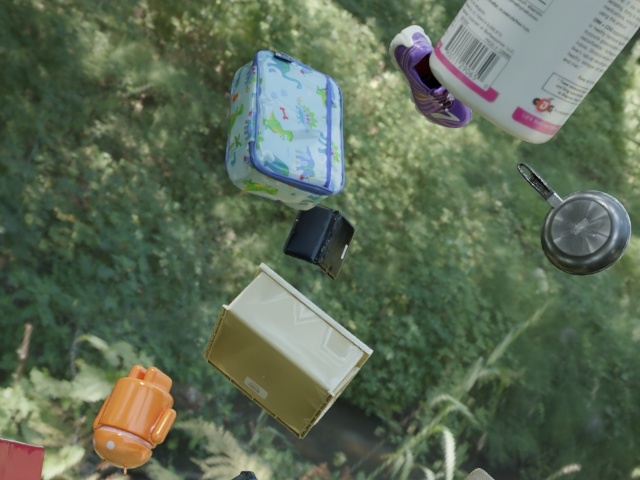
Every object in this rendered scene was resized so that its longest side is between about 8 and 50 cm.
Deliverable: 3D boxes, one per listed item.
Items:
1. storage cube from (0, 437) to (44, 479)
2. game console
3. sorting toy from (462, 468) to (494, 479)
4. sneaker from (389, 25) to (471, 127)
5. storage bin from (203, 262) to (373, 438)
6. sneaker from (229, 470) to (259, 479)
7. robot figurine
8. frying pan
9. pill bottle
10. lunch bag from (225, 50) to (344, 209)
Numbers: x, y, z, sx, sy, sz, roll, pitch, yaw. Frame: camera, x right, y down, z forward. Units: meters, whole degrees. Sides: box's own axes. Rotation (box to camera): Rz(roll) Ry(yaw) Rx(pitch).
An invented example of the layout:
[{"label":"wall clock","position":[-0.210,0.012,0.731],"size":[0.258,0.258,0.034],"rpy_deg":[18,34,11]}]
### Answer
[{"label":"storage cube","position":[-0.549,0.388,1.301],"size":[0.215,0.193,0.183],"rpy_deg":[-1,-19,16]},{"label":"game console","position":[0.000,0.000,1.723],"size":[0.071,0.122,0.107],"rpy_deg":[5,-27,37]},{"label":"sorting toy","position":[0.188,0.402,1.094],"size":[0.208,0.193,0.038],"rpy_deg":[35,-21,55]},{"label":"sneaker","position":[0.142,-0.189,1.102],"size":[0.170,0.068,0.071],"rpy_deg":[41,15,-44]},{"label":"storage bin","position":[-0.074,0.224,1.692],"size":[0.262,0.260,0.123],"rpy_deg":[38,55,8]},{"label":"sneaker","position":[-0.165,0.509,1.691],"size":[0.058,0.152,0.084],"rpy_deg":[23,18,-41]},{"label":"robot figurine","position":[-0.378,0.364,1.790],"size":[0.158,0.219,0.128],"rpy_deg":[21,-26,-1]},{"label":"frying pan","position":[0.564,-0.078,1.964],"size":[0.053,0.197,0.326],"rpy_deg":[30,43,-56]},{"label":"pill bottle","position":[0.252,-0.254,0.901],"size":[0.160,0.283,0.160],"rpy_deg":[28,25,-15]},{"label":"lunch bag","position":[-0.046,-0.164,1.316],"size":[0.176,0.090,0.218],"rpy_deg":[20,59,-33]}]
